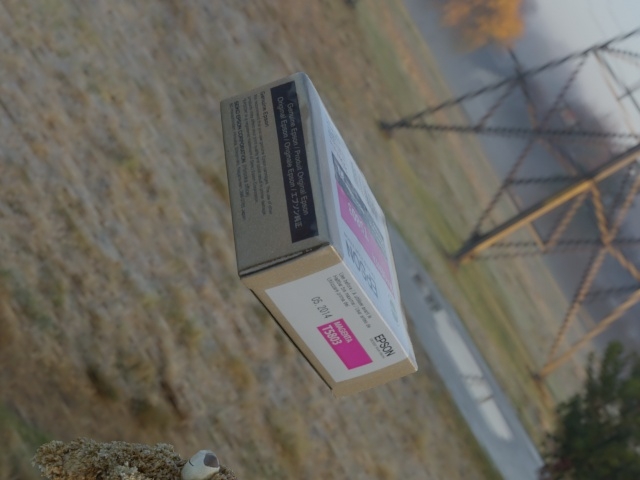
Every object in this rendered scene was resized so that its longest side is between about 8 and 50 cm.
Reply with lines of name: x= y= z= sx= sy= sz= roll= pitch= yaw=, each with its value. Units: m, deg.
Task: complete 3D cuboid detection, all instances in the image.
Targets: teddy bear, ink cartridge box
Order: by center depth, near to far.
ink cartridge box: x=0.000 y=0.000 z=1.162 sx=0.235 sy=0.088 sz=0.193 roll=56 pitch=19 yaw=-52
teddy bear: x=-0.273 y=0.353 z=2.003 sx=0.245 sy=0.338 sz=0.113 roll=23 pitch=79 yaw=-53
